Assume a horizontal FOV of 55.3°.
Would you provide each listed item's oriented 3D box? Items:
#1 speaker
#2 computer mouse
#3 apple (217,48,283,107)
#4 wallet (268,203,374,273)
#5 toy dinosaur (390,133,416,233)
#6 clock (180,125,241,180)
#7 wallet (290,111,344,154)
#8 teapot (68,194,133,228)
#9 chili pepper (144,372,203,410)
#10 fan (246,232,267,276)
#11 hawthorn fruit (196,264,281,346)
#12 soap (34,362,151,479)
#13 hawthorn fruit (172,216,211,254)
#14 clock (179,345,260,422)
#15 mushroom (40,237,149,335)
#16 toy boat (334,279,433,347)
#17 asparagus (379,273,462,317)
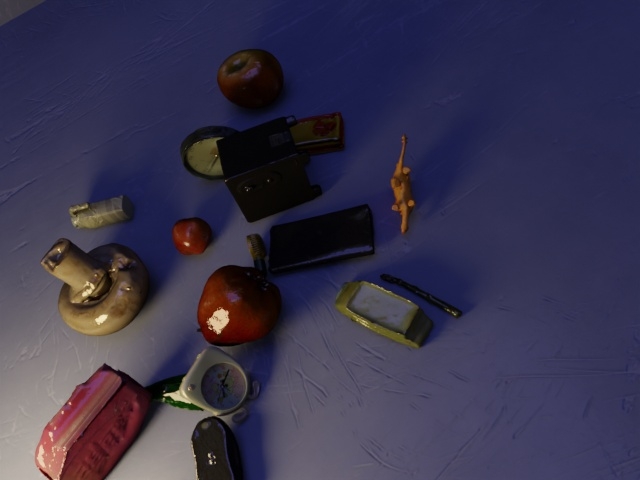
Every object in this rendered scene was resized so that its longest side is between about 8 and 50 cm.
[{"bbox_3d":[-0.150,-0.211,1.845,0.253,0.232,0.184,-19,57,1],"label":"speaker"},{"bbox_3d":[-0.260,0.553,1.528,0.121,0.073,0.217,-19,63,10],"label":"computer mouse"},{"bbox_3d":[-0.238,-0.554,2.113,0.234,0.173,0.210,32,79,40],"label":"apple"},{"bbox_3d":[0.000,0.000,1.784,0.320,0.044,0.171,-13,57,15],"label":"wallet"},{"bbox_3d":[0.234,-0.155,1.753,0.070,0.117,0.289,-2,75,3],"label":"toy dinosaur"},{"bbox_3d":[-0.331,-0.272,1.944,0.225,0.226,0.049,-17,58,9],"label":"clock"},{"bbox_3d":[-0.043,-0.347,1.986,0.241,0.067,0.141,-7,57,15],"label":"wallet"},{"bbox_3d":[-0.743,-0.098,2.050,0.200,0.107,0.077,-13,60,11],"label":"teapot"},{"bbox_3d":[-0.387,0.412,1.661,0.216,0.062,0.108,-11,58,15],"label":"chili pepper"},{"bbox_3d":[-0.180,0.047,1.788,0.039,0.082,0.155,-18,52,3],"label":"fan"},{"bbox_3d":[-0.237,0.191,1.665,0.261,0.224,0.224,-43,54,17],"label":"hawthorn fruit"},{"bbox_3d":[-0.591,0.495,1.587,0.127,0.220,0.325,30,73,34],"label":"soap"},{"bbox_3d":[-0.398,-0.012,1.883,0.127,0.128,0.128,-8,59,14],"label":"hawthorn fruit"},{"bbox_3d":[-0.258,0.382,1.597,0.191,0.062,0.152,36,64,-8],"label":"clock"},{"bbox_3d":[-0.660,0.120,1.784,0.292,0.290,0.293,-11,56,17],"label":"mushroom"},{"bbox_3d":[0.154,0.181,1.601,0.276,0.084,0.111,25,73,28],"label":"toy boat"},{"bbox_3d":[0.263,0.140,1.624,0.248,0.025,0.025,27,115,29],"label":"asparagus"}]
